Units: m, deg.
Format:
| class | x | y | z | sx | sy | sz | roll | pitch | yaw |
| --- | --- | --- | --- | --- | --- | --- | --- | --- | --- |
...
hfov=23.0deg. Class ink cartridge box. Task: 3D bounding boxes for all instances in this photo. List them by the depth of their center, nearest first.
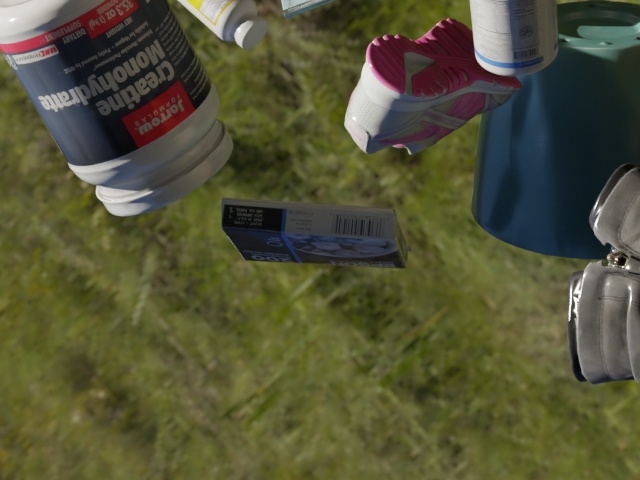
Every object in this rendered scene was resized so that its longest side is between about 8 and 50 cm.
| class | x | y | z | sx | sy | sz | roll | pitch | yaw |
| --- | --- | --- | --- | --- | --- | --- | --- | --- | --- |
| ink cartridge box | 0.000 | 0.000 | 1.886 | 0.208 | 0.206 | 0.045 | 56 | -141 | -74 |

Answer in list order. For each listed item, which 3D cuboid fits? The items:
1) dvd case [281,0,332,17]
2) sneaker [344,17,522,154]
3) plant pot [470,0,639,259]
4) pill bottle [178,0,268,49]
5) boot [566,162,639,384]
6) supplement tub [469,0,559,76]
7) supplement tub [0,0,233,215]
| class | x | y | z | sx | sy | sz | roll | pitch | yaw |
| --- | --- | --- | --- | --- | --- | --- | --- | --- | --- |
| dvd case | -0.017 | -0.357 | 2.055 | 0.013 | 0.087 | 0.119 | 37 | -141 | -62 |
| sneaker | 0.106 | -0.151 | 1.602 | 0.252 | 0.111 | 0.103 | -12 | -122 | -49 |
| plant pot | 0.323 | -0.145 | 1.846 | 0.293 | 0.235 | 0.293 | -2 | -154 | 1 |
| pill bottle | -0.084 | -0.201 | 1.353 | 0.083 | 0.043 | 0.043 | 43 | -159 | 20 |
| boot | 0.292 | 0.114 | 1.191 | 0.118 | 0.223 | 0.338 | 31 | -112 | -54 |
| supplement tub | 0.154 | -0.192 | 1.260 | 0.071 | 0.071 | 0.107 | -102 | 1 | -50 |
| supplement tub | -0.232 | -0.184 | 1.772 | 0.191 | 0.191 | 0.272 | -84 | -31 | -61 |
